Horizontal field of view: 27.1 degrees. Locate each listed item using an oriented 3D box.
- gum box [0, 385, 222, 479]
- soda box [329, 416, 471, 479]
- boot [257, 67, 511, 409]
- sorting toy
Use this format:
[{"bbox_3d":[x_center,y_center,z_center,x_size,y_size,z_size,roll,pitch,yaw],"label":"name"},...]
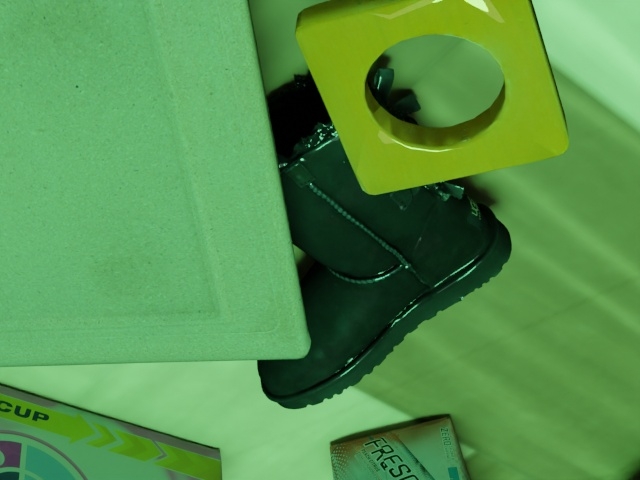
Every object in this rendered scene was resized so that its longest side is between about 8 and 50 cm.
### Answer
[{"bbox_3d":[-0.132,0.117,0.522,0.188,0.107,0.062,21,127,-25],"label":"gum box"},{"bbox_3d":[0.055,0.165,0.622,0.058,0.063,0.183,-15,133,6],"label":"soda box"},{"bbox_3d":[0.000,0.001,0.474,0.121,0.045,0.099,-36,128,18],"label":"boot"},{"bbox_3d":[-0.100,-0.033,0.413,0.348,0.047,0.196,-2,133,9],"label":"sorting toy"}]
